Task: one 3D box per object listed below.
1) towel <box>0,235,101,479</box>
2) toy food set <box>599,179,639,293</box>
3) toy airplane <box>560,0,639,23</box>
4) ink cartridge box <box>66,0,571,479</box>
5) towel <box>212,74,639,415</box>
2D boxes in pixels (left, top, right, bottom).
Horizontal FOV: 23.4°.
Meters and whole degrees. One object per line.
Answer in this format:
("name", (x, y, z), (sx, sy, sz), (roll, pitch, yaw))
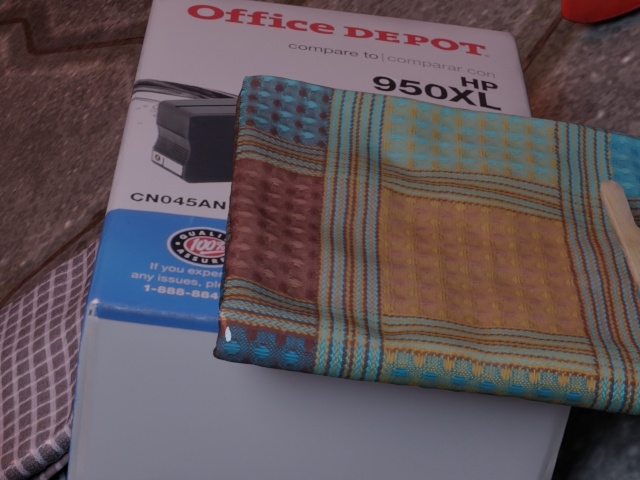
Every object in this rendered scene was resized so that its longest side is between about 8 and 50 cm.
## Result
("towel", (-0.213, 0.121, 1.333), (0.235, 0.121, 0.283), (-34, 29, 14))
("toy food set", (0.265, -0.012, 0.884), (0.192, 0.038, 0.132), (1, 35, -9))
("toy airplane", (0.331, -0.371, 1.204), (0.386, 0.272, 0.384), (-63, 0, -12))
("ink cartridge box", (0.000, 0.000, 1.045), (0.285, 0.166, 0.395), (7, 35, -5))
("towel", (0.129, 0.000, 0.905), (0.271, 0.370, 0.040), (-90, 10, -54))
